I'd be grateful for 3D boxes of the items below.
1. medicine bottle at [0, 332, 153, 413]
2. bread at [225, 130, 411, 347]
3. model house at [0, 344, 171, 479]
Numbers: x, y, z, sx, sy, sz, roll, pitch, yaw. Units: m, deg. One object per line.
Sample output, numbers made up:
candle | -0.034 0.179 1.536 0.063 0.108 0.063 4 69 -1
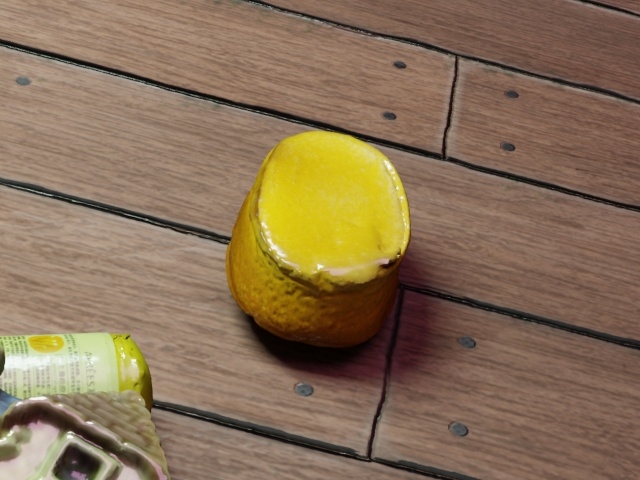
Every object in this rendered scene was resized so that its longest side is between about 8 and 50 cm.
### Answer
medicine bottle | -0.273 0.145 1.197 0.239 0.124 0.124 -1 42 -21
bread | 0.000 0.000 1.429 0.195 0.142 0.269 13 42 -6
model house | -0.263 0.201 0.978 0.321 0.261 0.266 26 58 3
